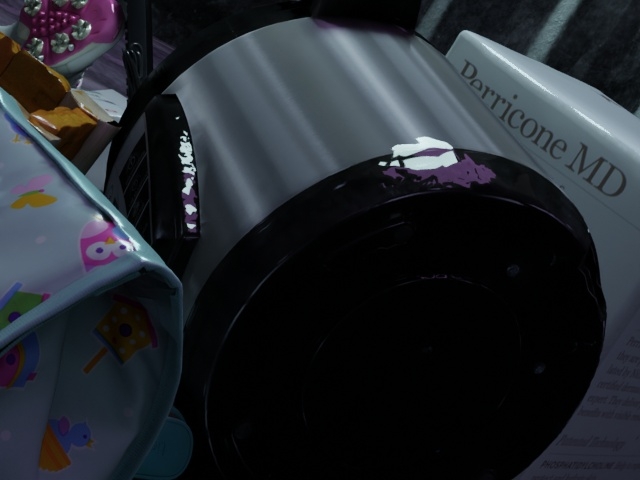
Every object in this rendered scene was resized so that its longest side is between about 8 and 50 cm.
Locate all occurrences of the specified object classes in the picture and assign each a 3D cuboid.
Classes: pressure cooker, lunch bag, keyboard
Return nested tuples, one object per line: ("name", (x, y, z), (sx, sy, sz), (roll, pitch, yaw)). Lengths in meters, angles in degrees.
("pressure cooker", (0.005, 0.002, 1.360), (0.375, 0.370, 0.420), (55, 3, -38))
("lunch bag", (-0.200, 0.061, 0.784), (0.160, 0.262, 0.223), (22, 14, -47))
("keyboard", (-0.218, -0.161, 1.878), (0.033, 0.317, 0.201), (-2, 4, -2))

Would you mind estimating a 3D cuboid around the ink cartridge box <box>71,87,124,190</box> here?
("ink cartridge box", (-0.312, -0.126, 1.792), (0.154, 0.093, 0.212), (9, 8, -21))

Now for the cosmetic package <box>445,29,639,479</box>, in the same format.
("cosmetic package", (0.230, 0.053, 1.642), (0.329, 0.394, 0.327), (40, 16, 32))

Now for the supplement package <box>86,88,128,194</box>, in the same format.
("supplement package", (-0.279, -0.128, 2.064), (0.105, 0.105, 0.179), (31, 10, 4))

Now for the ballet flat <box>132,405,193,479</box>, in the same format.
("ballet flat", (-0.199, 0.125, 1.088), (0.087, 0.083, 0.247), (7, -10, 42))

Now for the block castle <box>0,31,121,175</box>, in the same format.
("block castle", (-0.373, -0.080, 1.174), (0.303, 0.213, 0.453), (41, 14, 4))

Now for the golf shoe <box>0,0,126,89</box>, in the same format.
("golf shoe", (-0.339, -0.234, 1.990), (0.306, 0.115, 0.140), (-13, -27, 38))
